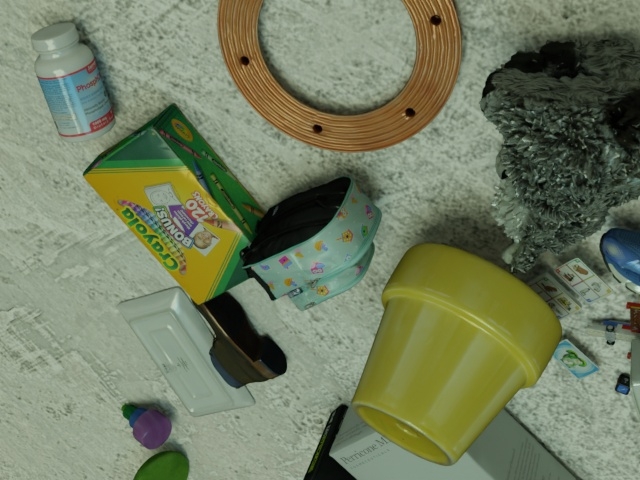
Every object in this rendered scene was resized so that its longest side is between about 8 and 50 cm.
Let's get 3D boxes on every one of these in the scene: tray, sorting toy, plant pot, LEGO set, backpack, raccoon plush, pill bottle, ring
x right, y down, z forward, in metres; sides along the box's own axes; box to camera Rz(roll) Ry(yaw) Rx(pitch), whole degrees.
[{"bbox_3d":[-0.237,0.207,1.813,0.145,0.030,0.270,-15,117,29],"label":"tray"},{"bbox_3d":[-0.337,0.454,1.999,0.126,0.127,0.366,28,132,38],"label":"sorting toy"},{"bbox_3d":[0.172,0.171,1.448,0.254,0.239,0.254,28,160,11],"label":"plant pot"},{"bbox_3d":[0.405,0.125,1.531,0.244,0.060,0.182,41,139,-9],"label":"LEGO set"},{"bbox_3d":[0.000,0.000,1.495,0.144,0.166,0.188,45,129,-15],"label":"backpack"},{"bbox_3d":[0.323,-0.038,1.223,0.216,0.446,0.299,-12,122,-4],"label":"raccoon plush"},{"bbox_3d":[-0.362,-0.230,1.512,0.087,0.087,0.160,-1,124,20],"label":"pill bottle"},{"bbox_3d":[0.023,-0.269,1.384,0.336,0.032,0.337,9,126,13],"label":"ring"}]

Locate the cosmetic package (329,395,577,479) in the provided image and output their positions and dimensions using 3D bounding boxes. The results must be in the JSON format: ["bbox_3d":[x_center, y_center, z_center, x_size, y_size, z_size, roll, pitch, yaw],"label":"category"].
[{"bbox_3d":[0.230,0.379,1.687,0.385,0.156,0.217,41,129,-12],"label":"cosmetic package"}]

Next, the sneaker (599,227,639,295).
[{"bbox_3d":[0.531,0.007,1.344,0.330,0.130,0.147,5,116,17],"label":"sneaker"}]

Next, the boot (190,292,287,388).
[{"bbox_3d":[-0.164,0.165,1.725,0.106,0.082,0.219,-30,112,31],"label":"boot"}]

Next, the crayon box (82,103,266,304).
[{"bbox_3d":[-0.205,-0.050,1.587,0.165,0.081,0.278,-28,111,33],"label":"crayon box"}]

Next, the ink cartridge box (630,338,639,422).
[{"bbox_3d":[0.549,0.208,1.444,0.212,0.093,0.154,-10,129,22],"label":"ink cartridge box"}]

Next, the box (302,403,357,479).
[{"bbox_3d":[0.073,0.397,1.737,0.190,0.184,0.045,39,126,-8],"label":"box"}]
